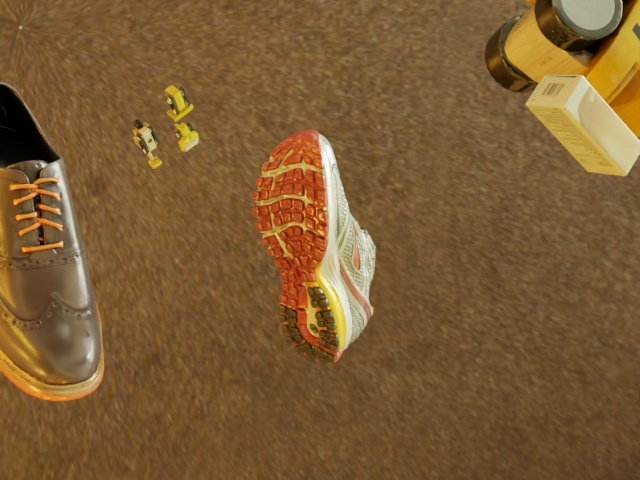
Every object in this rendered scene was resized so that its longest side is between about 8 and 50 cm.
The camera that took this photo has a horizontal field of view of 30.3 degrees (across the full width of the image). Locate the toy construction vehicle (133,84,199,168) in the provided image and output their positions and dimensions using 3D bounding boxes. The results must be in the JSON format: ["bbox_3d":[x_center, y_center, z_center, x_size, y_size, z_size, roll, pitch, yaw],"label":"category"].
[{"bbox_3d":[-0.200,-0.146,1.513,0.086,0.035,0.098,-41,145,-16],"label":"toy construction vehicle"}]

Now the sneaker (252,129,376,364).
[{"bbox_3d":[0.000,0.000,1.113,0.093,0.088,0.225,-35,128,-44],"label":"sneaker"}]

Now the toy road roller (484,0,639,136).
[{"bbox_3d":[0.389,-0.283,1.500,0.241,0.202,0.329,36,70,-6],"label":"toy road roller"}]

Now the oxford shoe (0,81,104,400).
[{"bbox_3d":[-0.226,-0.004,0.892,0.097,0.271,0.098,-10,144,-29],"label":"oxford shoe"}]

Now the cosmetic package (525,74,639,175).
[{"bbox_3d":[0.268,-0.117,1.196,0.115,0.060,0.041,41,77,-29],"label":"cosmetic package"}]
